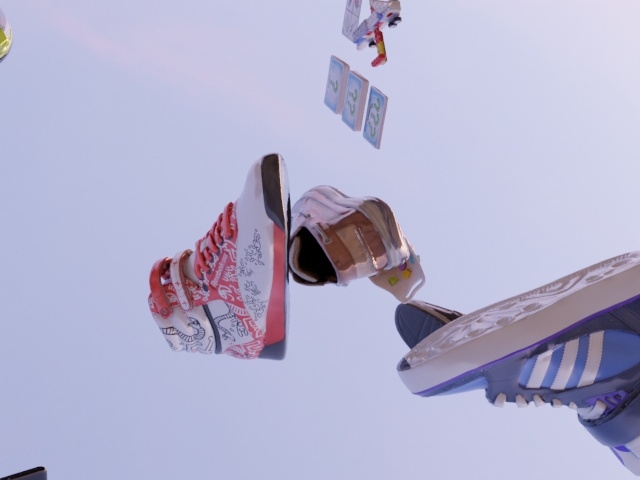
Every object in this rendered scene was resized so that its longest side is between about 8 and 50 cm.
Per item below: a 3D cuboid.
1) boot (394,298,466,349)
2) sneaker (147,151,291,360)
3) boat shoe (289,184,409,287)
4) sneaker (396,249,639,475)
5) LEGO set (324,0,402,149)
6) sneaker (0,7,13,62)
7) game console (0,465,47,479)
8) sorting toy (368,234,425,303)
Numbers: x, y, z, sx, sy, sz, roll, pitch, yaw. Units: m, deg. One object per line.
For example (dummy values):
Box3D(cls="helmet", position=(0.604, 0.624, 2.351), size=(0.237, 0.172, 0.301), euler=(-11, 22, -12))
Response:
Box3D(cls="boot", position=(0.246, 0.131, 1.651), size=(0.236, 0.085, 0.178), euler=(27, -143, 27))
Box3D(cls="sneaker", position=(-0.103, 0.024, 1.127), size=(0.145, 0.270, 0.090), euler=(3, -134, 0))
Box3D(cls="boat shoe", position=(0.000, 0.000, 1.514), size=(0.116, 0.324, 0.123), euler=(-30, -81, -17))
Box3D(cls="sneaker", position=(0.271, 0.171, 1.213), size=(0.323, 0.130, 0.236), euler=(-23, -83, -1))
Box3D(cls="LEGO set", position=(0.046, -0.269, 1.527), size=(0.060, 0.244, 0.182), euler=(-2, -152, -24))
Box3D(cls="sneaker", position=(-0.359, -0.251, 0.999), size=(0.234, 0.097, 0.084), euler=(41, -111, 1))
Box3D(cls="game console", position=(-0.400, 0.317, 1.369), size=(0.122, 0.107, 0.071), euler=(-13, -86, -28))
Box3D(cls="sorting toy", position=(0.118, 0.048, 1.588), size=(0.045, 0.083, 0.075), euler=(17, -148, -42))
